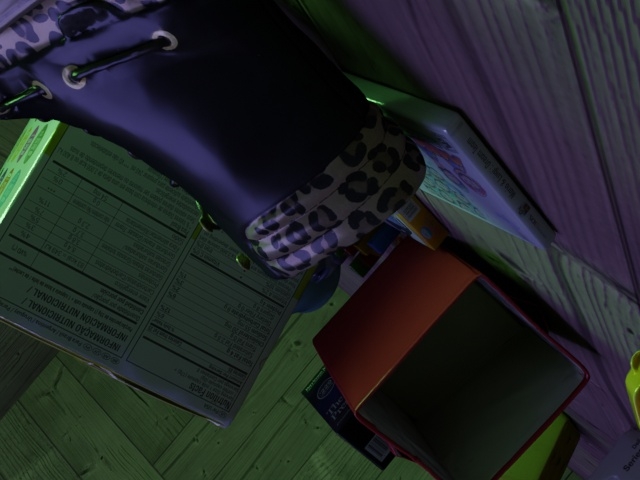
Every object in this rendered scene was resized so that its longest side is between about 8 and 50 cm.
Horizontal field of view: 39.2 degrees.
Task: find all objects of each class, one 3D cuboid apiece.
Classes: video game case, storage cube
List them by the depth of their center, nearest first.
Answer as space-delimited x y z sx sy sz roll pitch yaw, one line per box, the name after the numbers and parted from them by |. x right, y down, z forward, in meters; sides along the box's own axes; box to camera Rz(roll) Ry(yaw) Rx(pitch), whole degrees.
0.086 -0.062 0.665 0.143 0.019 0.157 43 175 -36 | video game case
0.135 0.127 0.981 0.183 0.215 0.193 41 -178 -20 | storage cube

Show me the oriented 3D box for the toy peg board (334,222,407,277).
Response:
0.094 0.028 1.131 0.161 0.079 0.160 41 176 -18 | toy peg board

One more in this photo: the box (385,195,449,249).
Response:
0.070 -0.042 0.963 0.081 0.028 0.136 42 173 -35 | box

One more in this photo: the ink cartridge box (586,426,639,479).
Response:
0.444 0.404 1.172 0.278 0.201 0.117 43 174 -34 | ink cartridge box

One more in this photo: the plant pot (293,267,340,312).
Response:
-0.099 0.048 1.960 0.271 0.272 0.255 37 -171 36 | plant pot

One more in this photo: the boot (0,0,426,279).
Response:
-0.127 -0.090 0.656 0.284 0.138 0.377 43 141 -22 | boot

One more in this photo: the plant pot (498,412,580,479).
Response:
0.365 0.376 1.690 0.187 0.212 0.212 22 167 32 | plant pot

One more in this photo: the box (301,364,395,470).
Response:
0.110 0.179 1.328 0.103 0.261 0.184 41 175 -16 | box

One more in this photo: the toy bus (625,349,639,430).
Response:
0.221 0.091 0.420 0.220 0.149 0.211 45 -170 -32 | toy bus

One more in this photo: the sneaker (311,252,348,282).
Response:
0.000 0.000 1.366 0.111 0.121 0.300 40 176 5 | sneaker

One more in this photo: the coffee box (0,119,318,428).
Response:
-0.223 -0.018 1.119 0.338 0.334 0.337 31 172 -23 | coffee box
